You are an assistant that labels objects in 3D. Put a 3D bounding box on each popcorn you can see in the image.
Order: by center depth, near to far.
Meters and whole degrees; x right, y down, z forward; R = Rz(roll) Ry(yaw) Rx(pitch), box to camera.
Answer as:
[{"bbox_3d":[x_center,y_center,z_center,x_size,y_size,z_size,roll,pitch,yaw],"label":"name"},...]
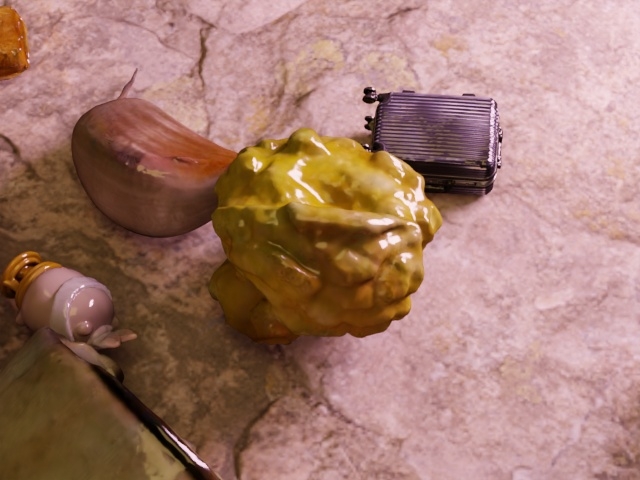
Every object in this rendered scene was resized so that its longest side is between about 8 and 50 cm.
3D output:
[{"bbox_3d":[0.001,0.002,1.252,0.198,0.155,0.197,-2,38,2],"label":"popcorn"}]

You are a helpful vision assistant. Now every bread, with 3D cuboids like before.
[{"bbox_3d":[-0.340,-0.177,1.435,0.132,0.053,0.074,-15,63,-6],"label":"bread"}]

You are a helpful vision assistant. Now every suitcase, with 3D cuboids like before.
[{"bbox_3d":[0.098,-0.086,1.348,0.126,0.059,0.086,3,60,6],"label":"suitcase"}]

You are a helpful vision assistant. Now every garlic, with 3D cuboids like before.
[{"bbox_3d":[-0.157,-0.079,1.352,0.128,0.090,0.198,-33,46,-24],"label":"garlic"}]

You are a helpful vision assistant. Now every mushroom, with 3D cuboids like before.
[{"bbox_3d":[-0.168,0.191,1.122,0.164,0.189,0.267,-46,67,-6],"label":"mushroom"}]

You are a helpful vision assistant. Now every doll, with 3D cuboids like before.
[{"bbox_3d":[-0.214,0.068,1.274,0.127,0.073,0.084,33,99,26],"label":"doll"}]
